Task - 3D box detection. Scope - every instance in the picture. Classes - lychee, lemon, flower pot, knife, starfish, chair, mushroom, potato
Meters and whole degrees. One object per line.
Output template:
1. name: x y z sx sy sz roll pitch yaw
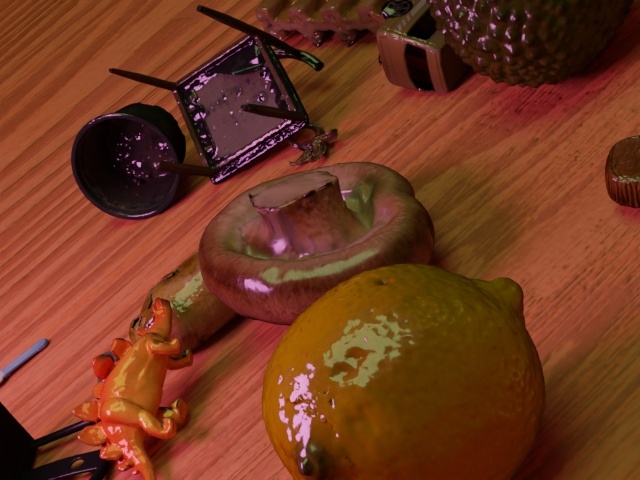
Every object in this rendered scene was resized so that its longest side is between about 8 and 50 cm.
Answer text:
1. lychee: 0.253 -0.332 1.793 0.270 0.270 0.320 15 73 52
2. lemon: 0.079 0.134 1.296 0.253 0.228 0.228 -28 29 -10
3. flower pot: -0.255 -0.121 2.069 0.157 0.157 0.107 -19 22 21
4. knife: -0.386 0.157 1.906 0.096 0.010 0.027 -39 30 -17
5. starfish: -0.009 -0.127 1.957 0.078 0.028 0.091 -36 28 19
6. chair: -0.374 0.240 1.652 0.260 0.141 0.155 -23 31 20
7. chair: -0.116 -0.187 2.007 0.188 0.166 0.272 -31 -15 24
8. mushroom: 0.000 0.000 1.650 0.278 0.146 0.278 -14 27 7
9. potato: -0.150 0.071 1.749 0.170 0.080 0.107 -34 45 -6

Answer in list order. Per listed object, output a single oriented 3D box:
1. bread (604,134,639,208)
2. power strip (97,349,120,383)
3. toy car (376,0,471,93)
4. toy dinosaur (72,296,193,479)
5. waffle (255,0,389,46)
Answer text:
1. bread: 0.332 -0.065 1.530 0.085 0.053 0.085 -13 38 10
2. power strip: -0.250 0.157 1.773 0.027 0.017 0.083 -28 29 10
3. toy car: 0.183 -0.306 1.974 0.124 0.101 0.257 21 57 32
4. toy dinosaur: -0.207 0.181 1.617 0.117 0.070 0.288 -2 54 10
5. waffle: 0.100 -0.405 2.225 0.348 0.077 0.304 3 44 45
